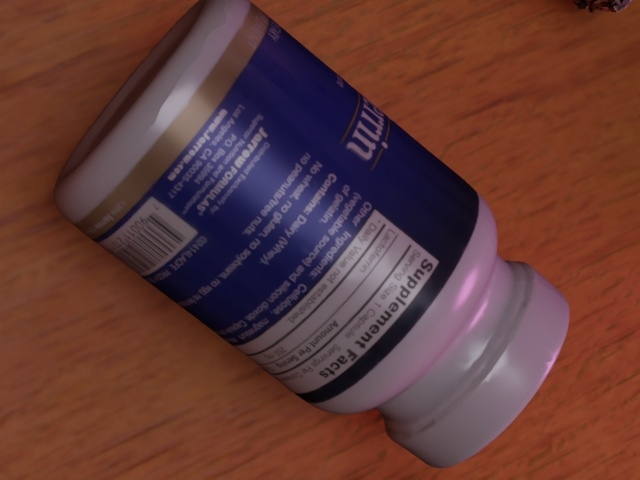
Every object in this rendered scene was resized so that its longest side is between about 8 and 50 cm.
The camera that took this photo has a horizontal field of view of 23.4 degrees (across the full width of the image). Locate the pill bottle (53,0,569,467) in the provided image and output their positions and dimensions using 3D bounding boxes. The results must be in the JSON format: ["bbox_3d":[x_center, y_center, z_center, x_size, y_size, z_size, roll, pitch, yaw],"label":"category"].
[{"bbox_3d":[0.000,0.000,0.846,0.264,0.153,0.153,39,81,-14],"label":"pill bottle"}]

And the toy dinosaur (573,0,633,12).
[{"bbox_3d":[0.122,-0.259,0.831,0.164,0.218,0.322,-44,148,-41],"label":"toy dinosaur"}]
